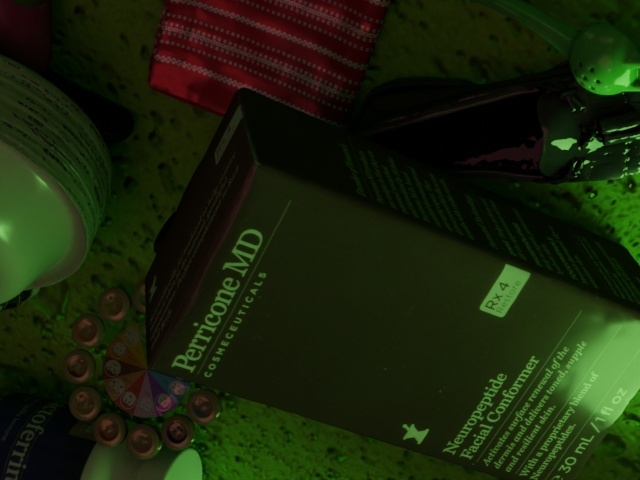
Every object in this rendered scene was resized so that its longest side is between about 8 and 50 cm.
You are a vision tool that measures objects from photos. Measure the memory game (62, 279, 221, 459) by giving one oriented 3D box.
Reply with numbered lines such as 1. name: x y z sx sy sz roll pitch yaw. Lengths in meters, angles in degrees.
1. memory game: -0.180 0.131 1.146 0.186 0.012 0.186 -1 85 11

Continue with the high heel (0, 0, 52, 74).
1. high heel: -0.258 -0.272 0.988 0.117 0.082 0.244 -3 102 33

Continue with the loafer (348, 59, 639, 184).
1. loafer: 0.165 -0.085 0.906 0.302 0.095 0.109 -1 115 22

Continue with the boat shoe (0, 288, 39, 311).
1. boat shoe: -0.423 0.049 1.216 0.233 0.079 0.084 -1 116 23

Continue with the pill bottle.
1. pill bottle: -0.274 0.259 1.218 0.264 0.153 0.153 10 119 16

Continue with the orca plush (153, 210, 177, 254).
1. orca plush: 0.000 0.000 1.013 0.287 0.151 0.102 12 85 13

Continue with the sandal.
1. sandal: -0.265 -0.134 1.071 0.179 0.067 0.040 28 133 3

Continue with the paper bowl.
1. paper bowl: -0.348 -0.044 1.033 0.284 0.148 0.284 9 145 6

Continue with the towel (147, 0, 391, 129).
1. towel: -0.038 -0.220 0.957 0.198 0.031 0.275 24 121 8

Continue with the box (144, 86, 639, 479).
1. box: 0.071 0.049 0.886 0.381 0.143 0.191 20 115 -18

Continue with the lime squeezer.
1. lime squeezer: 0.256 -0.149 0.834 0.310 0.110 0.059 5 126 19
